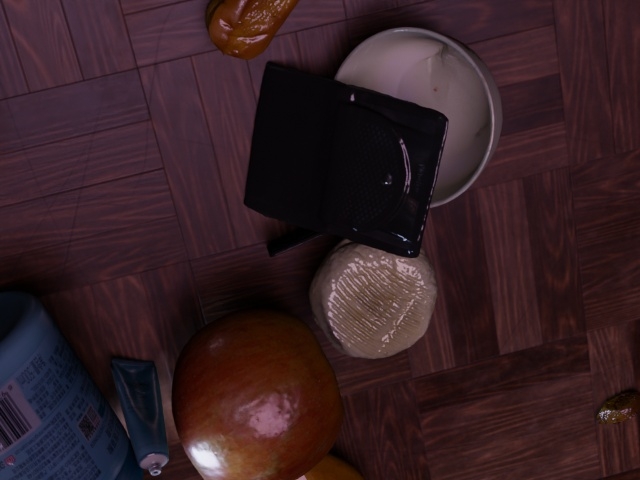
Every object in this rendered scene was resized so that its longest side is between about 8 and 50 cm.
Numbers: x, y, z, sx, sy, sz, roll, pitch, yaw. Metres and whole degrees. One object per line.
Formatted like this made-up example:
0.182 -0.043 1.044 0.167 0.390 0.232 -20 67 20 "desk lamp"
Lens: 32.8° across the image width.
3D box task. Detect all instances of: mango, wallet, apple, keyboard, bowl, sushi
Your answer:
-0.003 0.449 1.962 0.227 0.109 0.147 34 106 -34 "mango"
0.030 -0.118 1.670 0.323 0.041 0.247 21 111 26 "wallet"
-0.088 0.252 1.755 0.302 0.301 0.301 -4 113 -9 "apple"
-0.007 -0.011 1.772 0.381 0.103 0.041 -31 100 -1 "keyboard"
0.161 -0.195 1.676 0.277 0.145 0.276 9 110 27 "bowl"
0.568 0.320 2.049 0.099 0.050 0.047 -22 121 10 "sushi"

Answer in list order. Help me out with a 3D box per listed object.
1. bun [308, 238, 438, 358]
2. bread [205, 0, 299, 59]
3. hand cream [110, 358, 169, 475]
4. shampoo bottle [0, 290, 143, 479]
0.082 0.081 1.809 0.221 0.134 0.220 -3 106 -11 "bun"
-0.079 -0.381 1.610 0.102 0.094 0.245 31 103 -26 "bread"
-0.288 0.284 1.774 0.083 0.224 0.048 7 133 -31 "hand cream"
-0.497 0.300 1.682 0.331 0.331 0.342 -25 114 0 "shampoo bottle"
